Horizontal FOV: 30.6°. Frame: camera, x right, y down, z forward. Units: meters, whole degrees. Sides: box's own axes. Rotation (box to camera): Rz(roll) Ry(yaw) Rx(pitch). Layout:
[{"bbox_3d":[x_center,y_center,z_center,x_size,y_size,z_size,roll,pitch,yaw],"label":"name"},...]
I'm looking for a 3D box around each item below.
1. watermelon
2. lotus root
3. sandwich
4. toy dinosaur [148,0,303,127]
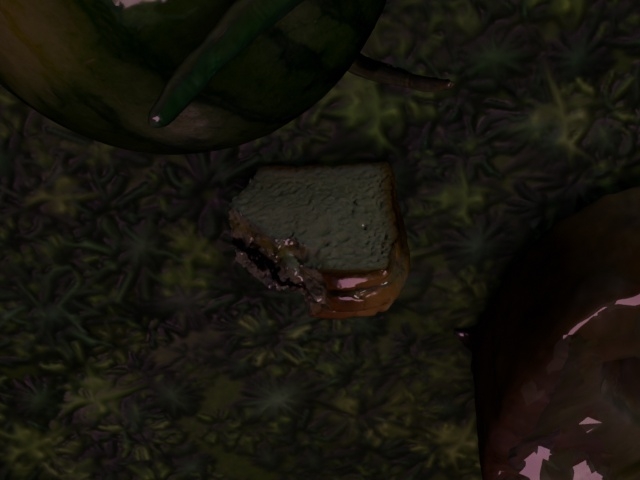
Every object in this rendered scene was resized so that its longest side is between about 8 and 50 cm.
[{"bbox_3d":[-0.053,-0.125,0.456,0.188,0.188,0.214,-39,138,24],"label":"watermelon"},{"bbox_3d":[0.276,0.115,0.707,0.375,0.111,0.390,-26,125,14],"label":"lotus root"},{"bbox_3d":[0.000,0.000,0.603,0.093,0.105,0.036,-6,127,-3],"label":"sandwich"},{"bbox_3d":[0.157,-0.146,0.432,0.447,0.087,0.301,-47,129,1],"label":"toy dinosaur"}]
